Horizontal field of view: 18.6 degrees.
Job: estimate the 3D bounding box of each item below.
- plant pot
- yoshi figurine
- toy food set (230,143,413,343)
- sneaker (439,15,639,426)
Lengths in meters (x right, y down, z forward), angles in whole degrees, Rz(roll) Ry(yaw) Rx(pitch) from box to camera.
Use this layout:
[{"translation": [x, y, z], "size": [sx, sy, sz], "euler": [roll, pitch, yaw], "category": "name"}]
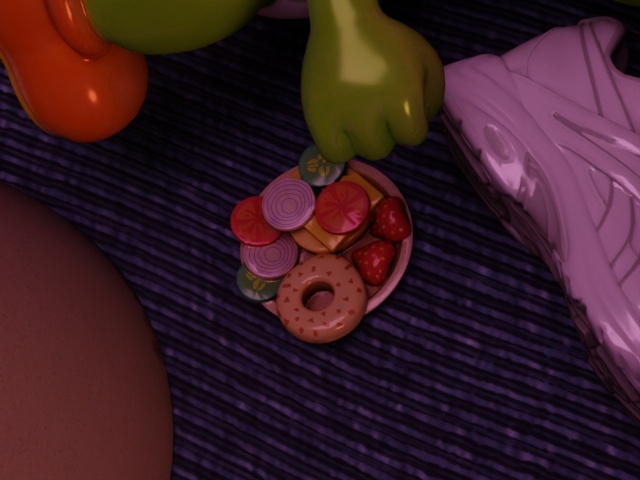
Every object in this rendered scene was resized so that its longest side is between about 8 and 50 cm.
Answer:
[{"translation": [-0.228, 0.074, 0.825], "size": [0.284, 0.191, 0.284], "euler": [-6, 70, 15], "category": "plant pot"}, {"translation": [0.048, -0.137, 0.819], "size": [0.362, 0.203, 0.204], "euler": [-16, 84, 30], "category": "yoshi figurine"}, {"translation": [0.000, 0.000, 0.877], "size": [0.082, 0.020, 0.083], "euler": [41, 86, 24], "category": "toy food set"}, {"translation": [0.143, -0.007, 0.804], "size": [0.115, 0.090, 0.232], "euler": [-31, 66, 0], "category": "sneaker"}]
